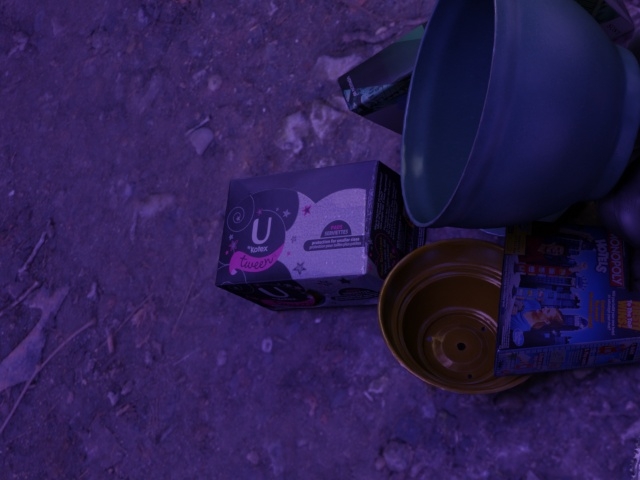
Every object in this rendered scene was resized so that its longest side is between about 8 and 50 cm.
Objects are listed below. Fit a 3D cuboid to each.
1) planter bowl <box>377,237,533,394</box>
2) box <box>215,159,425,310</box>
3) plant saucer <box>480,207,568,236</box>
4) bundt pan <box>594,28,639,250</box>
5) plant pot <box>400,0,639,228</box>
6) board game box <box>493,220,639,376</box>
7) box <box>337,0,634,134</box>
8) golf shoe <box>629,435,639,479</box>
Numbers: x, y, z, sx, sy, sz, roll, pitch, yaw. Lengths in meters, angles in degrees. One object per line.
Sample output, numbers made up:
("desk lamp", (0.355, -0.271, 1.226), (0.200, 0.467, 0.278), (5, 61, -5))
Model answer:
("planter bowl", (0.176, 0.111, 1.532), (0.217, 0.090, 0.217), (0, 55, 0))
("box", (0.000, 0.000, 1.695), (0.247, 0.142, 0.163), (-5, 69, 35))
("plant saucer", (0.248, -0.101, 1.602), (0.195, 0.037, 0.195), (-1, 88, 27))
("bundt pan", (0.409, -0.130, 1.374), (0.331, 0.124, 0.331), (-46, 33, 42))
("plant pot", (0.224, -0.143, 1.364), (0.293, 0.196, 0.293), (-170, 90, -77))
("board game box", (0.306, 0.073, 1.463), (0.194, 0.060, 0.194), (6, 53, 7))
("box", (0.211, -0.235, 1.576), (0.322, 0.232, 0.058), (-31, 68, 24))
("golf shoe", (0.393, 0.223, 1.371), (0.086, 0.069, 0.176), (13, 81, 33))
